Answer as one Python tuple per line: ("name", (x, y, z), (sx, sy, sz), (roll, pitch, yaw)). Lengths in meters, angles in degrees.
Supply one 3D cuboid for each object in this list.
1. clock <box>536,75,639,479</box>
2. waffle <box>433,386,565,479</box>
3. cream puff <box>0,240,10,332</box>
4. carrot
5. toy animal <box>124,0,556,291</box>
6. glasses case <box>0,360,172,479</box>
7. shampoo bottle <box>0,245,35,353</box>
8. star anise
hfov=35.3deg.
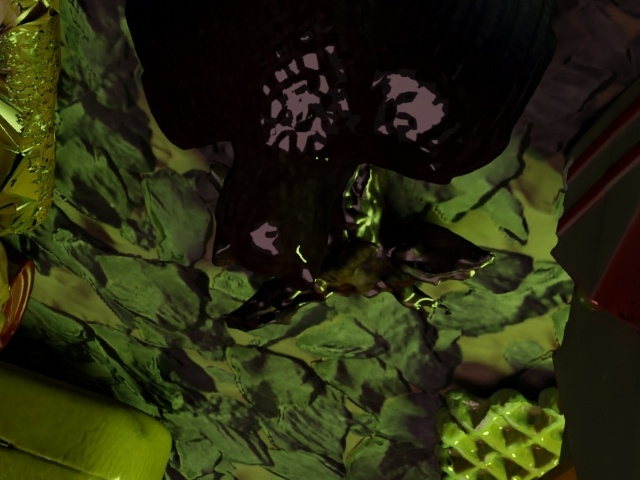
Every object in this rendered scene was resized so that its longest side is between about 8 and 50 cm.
("clock", (0.204, 0.089, 0.426), (0.235, 0.309, 0.166), (30, 137, -7))
("waffle", (0.170, 0.163, 0.723), (0.183, 0.036, 0.169), (5, 133, 17))
("cream puff", (-0.325, 0.041, 0.600), (0.327, 0.231, 0.343), (-12, 102, 30))
("carrot", (-0.189, -0.088, 0.606), (0.069, 0.069, 0.229), (20, 139, 3))
("toy animal", (-0.011, -0.076, 0.453), (0.218, 0.179, 0.116), (12, 162, 13))
("glasses case", (-0.312, 0.165, 0.831), (0.371, 0.141, 0.173), (17, 161, 7))
("shampoo bottle", (-0.348, -0.003, 0.758), (0.260, 0.064, 0.102), (26, 138, -2))
("star anise", (0.001, -0.003, 0.612), (0.212, 0.053, 0.157), (-4, 133, 29))
